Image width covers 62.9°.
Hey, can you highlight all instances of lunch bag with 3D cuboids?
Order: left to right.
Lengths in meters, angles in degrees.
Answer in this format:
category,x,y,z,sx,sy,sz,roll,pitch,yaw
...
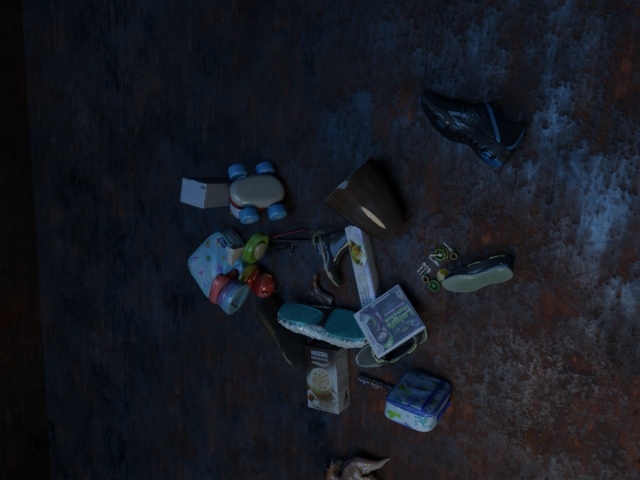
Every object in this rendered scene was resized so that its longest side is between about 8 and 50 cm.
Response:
category,x,y,z,sx,sy,sz,roll,pitch,yaw
lunch bag,-0.409,0.100,2.163,0.279,0.108,0.224,-38,78,32
lunch bag,0.323,0.517,1.703,0.176,0.219,0.090,15,113,30

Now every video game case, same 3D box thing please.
category,x,y,z,sx,sy,sz,roll,pitch,yaw
video game case,0.227,0.267,1.736,0.190,0.022,0.173,-36,61,10

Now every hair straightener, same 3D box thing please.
category,x,y,z,sx,sy,sz,roll,pitch,yaw
hair straightener,-0.135,0.012,2.006,0.230,0.047,0.089,-10,93,34

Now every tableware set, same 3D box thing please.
category,x,y,z,sx,sy,sz,roll,pitch,yaw
tableware set,0.386,0.089,1.699,0.104,0.024,0.154,47,119,17

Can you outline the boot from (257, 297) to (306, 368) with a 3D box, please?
category,x,y,z,sx,sy,sz,roll,pitch,yaw
boot,-0.152,0.371,2.075,0.305,0.112,0.115,57,152,6

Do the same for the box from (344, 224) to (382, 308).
category,x,y,z,sx,sy,sz,roll,pitch,yaw
box,0.157,0.101,1.824,0.063,0.067,0.324,-11,94,33

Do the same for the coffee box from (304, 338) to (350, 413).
category,x,y,z,sx,sy,sz,roll,pitch,yaw
coffee box,0.026,0.505,1.963,0.141,0.098,0.247,2,100,32

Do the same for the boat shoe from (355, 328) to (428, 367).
category,x,y,z,sx,sy,sz,roll,pitch,yaw
boat shoe,0.228,0.371,1.812,0.305,0.091,0.109,-34,80,32

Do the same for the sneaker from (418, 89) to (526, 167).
category,x,y,z,sx,sy,sz,roll,pitch,yaw
sneaker,0.441,-0.356,1.546,0.341,0.125,0.140,42,91,23

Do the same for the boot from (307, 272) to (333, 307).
category,x,y,z,sx,sy,sz,roll,pitch,yaw
boot,0.010,0.187,1.951,0.114,0.037,0.106,35,129,26

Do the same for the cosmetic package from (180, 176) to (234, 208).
category,x,y,z,sx,sy,sz,roll,pitch,yaw
cosmetic package,-0.415,-0.189,2.034,0.127,0.238,0.107,17,108,30

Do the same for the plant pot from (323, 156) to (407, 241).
category,x,y,z,sx,sy,sz,roll,pitch,yaw
plant pot,0.166,-0.114,1.713,0.230,0.215,0.215,48,121,0

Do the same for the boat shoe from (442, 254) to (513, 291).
category,x,y,z,sx,sy,sz,roll,pitch,yaw
boat shoe,0.484,0.102,1.614,0.227,0.069,0.081,-19,128,38

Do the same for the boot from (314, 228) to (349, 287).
category,x,y,z,sx,sy,sz,roll,pitch,yaw
boot,0.073,0.060,1.873,0.137,0.077,0.198,-19,99,19

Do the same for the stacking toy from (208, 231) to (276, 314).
category,x,y,z,sx,sy,sz,roll,pitch,yaw
stacking toy,-0.259,0.130,1.956,0.130,0.309,0.279,31,117,16

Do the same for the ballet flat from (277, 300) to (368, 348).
category,x,y,z,sx,sy,sz,roll,pitch,yaw
ballet flat,0.030,0.316,1.922,0.409,0.147,0.147,11,105,32

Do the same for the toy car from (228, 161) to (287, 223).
category,x,y,z,sx,sy,sz,roll,pitch,yaw
toy car,-0.263,-0.149,2.009,0.238,0.210,0.219,-46,57,60

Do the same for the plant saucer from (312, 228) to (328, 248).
category,x,y,z,sx,sy,sz,roll,pitch,yaw
plant saucer,0.000,0.000,1.936,0.083,0.015,0.083,6,102,32

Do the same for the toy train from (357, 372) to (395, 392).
category,x,y,z,sx,sy,sz,roll,pitch,yaw
toy train,0.205,0.520,1.896,0.158,0.027,0.036,14,117,30

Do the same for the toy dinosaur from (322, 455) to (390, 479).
category,x,y,z,sx,sy,sz,roll,pitch,yaw
toy dinosaur,0.117,0.874,1.966,0.296,0.127,0.200,-50,65,23
